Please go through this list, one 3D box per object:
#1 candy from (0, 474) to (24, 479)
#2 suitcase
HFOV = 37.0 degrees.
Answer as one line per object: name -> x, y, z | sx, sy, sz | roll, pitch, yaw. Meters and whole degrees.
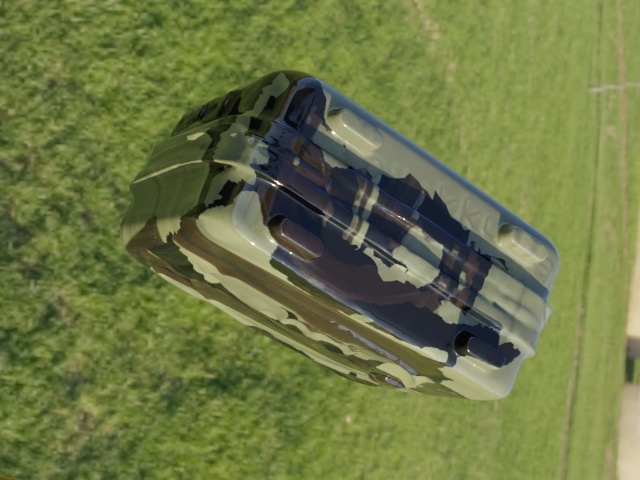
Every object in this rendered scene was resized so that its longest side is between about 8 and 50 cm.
candy -> -0.161, 0.168, 0.553 | 0.062, 0.122, 0.038 | 45, 58, -30
suitcase -> 0.000, 0.000, 0.877 | 0.352, 0.339, 0.194 | 32, 71, -24
